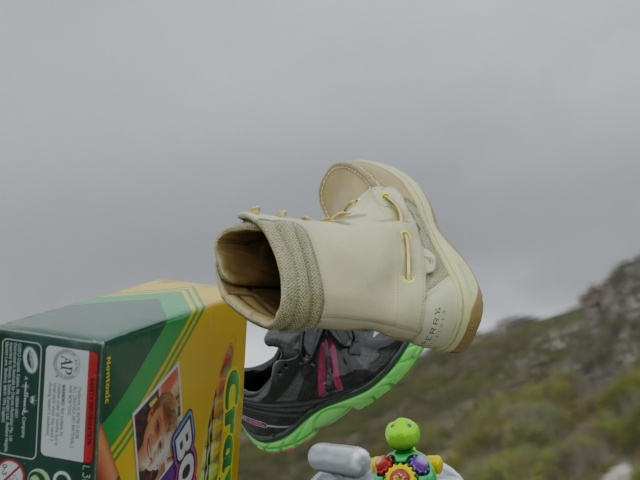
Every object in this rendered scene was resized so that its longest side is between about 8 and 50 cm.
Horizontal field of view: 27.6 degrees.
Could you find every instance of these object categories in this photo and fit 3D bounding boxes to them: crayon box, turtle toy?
[{"bbox_3d":[-0.167,0.233,1.115,0.106,0.363,0.313,6,7,17],"label":"crayon box"},{"bbox_3d":[0.105,0.289,1.638,0.095,0.130,0.066,-4,-19,14],"label":"turtle toy"}]

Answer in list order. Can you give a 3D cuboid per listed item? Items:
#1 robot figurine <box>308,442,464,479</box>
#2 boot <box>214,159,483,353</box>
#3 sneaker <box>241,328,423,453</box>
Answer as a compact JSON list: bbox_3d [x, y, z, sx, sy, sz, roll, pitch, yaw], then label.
[{"bbox_3d":[0.093,0.420,1.920,0.199,0.300,0.353,-36,10,-32],"label":"robot figurine"},{"bbox_3d":[0.000,0.000,1.128,0.203,0.262,0.095,6,-58,-28],"label":"boot"},{"bbox_3d":[0.018,0.184,2.229,0.483,0.202,0.185,-39,13,21],"label":"sneaker"}]
